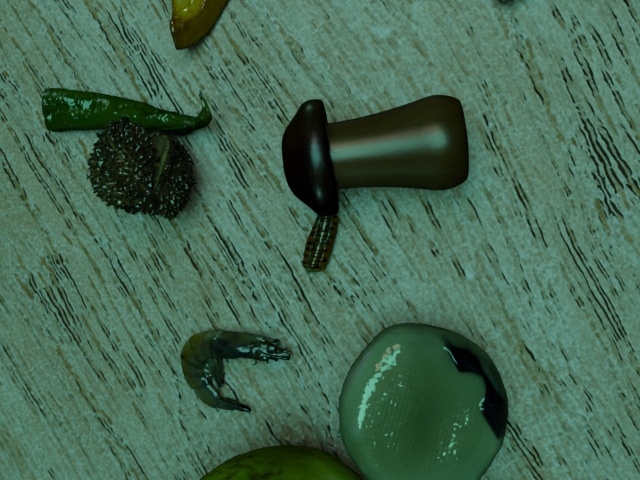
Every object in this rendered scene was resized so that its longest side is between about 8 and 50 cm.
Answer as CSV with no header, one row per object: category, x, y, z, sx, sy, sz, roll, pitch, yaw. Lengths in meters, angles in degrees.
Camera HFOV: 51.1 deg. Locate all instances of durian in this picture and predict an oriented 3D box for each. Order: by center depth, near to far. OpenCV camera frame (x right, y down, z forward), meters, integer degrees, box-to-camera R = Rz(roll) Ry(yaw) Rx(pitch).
durian,-0.305,-0.115,1.157,0.196,0.196,0.167,31,125,10

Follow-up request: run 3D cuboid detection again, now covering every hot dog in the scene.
hot dog,0.000,0.000,1.178,0.049,0.037,0.122,14,94,8

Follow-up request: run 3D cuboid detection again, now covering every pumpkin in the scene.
pumpkin,-0.208,-0.528,1.193,0.290,0.095,0.258,-36,87,13

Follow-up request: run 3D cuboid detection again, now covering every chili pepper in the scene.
chili pepper,-0.354,-0.237,1.233,0.358,0.076,0.085,4,106,17

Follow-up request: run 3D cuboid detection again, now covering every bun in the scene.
bun,0.155,0.270,1.085,0.283,0.179,0.284,0,90,-9

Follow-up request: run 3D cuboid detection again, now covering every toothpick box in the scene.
toothpick box,0.085,-0.143,1.090,0.294,0.192,0.192,-6,89,6

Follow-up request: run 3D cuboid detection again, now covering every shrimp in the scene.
shrimp,-0.154,0.235,1.207,0.217,0.051,0.150,-3,93,19

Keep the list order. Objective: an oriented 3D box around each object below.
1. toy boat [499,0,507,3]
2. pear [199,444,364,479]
toy boat,0.392,-0.476,1.071,0.260,0.085,0.078,-29,83,10
pear,-0.084,0.516,1.033,0.390,0.391,0.392,0,90,12
